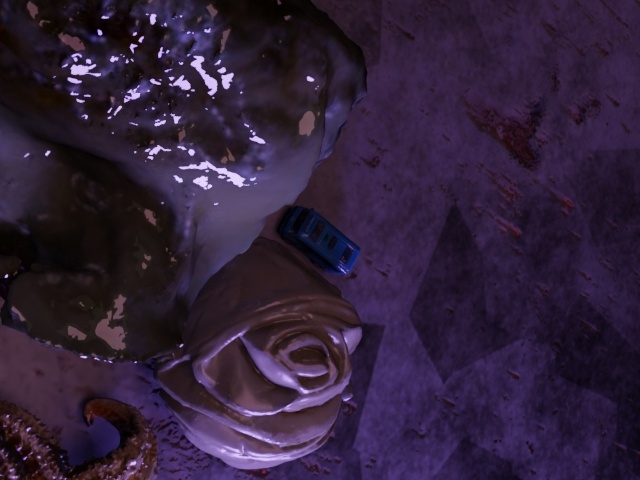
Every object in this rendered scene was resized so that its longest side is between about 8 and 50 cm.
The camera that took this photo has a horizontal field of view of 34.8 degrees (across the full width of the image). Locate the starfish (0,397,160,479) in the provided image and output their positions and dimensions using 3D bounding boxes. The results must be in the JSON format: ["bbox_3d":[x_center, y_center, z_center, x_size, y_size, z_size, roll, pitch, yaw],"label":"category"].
[{"bbox_3d":[-0.258,0.275,0.890,0.303,0.113,0.312,-3,87,-37],"label":"starfish"}]

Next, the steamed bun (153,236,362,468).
[{"bbox_3d":[-0.040,0.119,0.995,0.211,0.144,0.218,37,75,-32],"label":"steamed bun"}]

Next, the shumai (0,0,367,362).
[{"bbox_3d":[-0.175,-0.091,0.814,0.395,0.395,0.348,19,105,-34],"label":"shumai"}]

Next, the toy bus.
[{"bbox_3d":[0.000,0.000,1.070,0.083,0.046,0.038,39,73,-32],"label":"toy bus"}]
